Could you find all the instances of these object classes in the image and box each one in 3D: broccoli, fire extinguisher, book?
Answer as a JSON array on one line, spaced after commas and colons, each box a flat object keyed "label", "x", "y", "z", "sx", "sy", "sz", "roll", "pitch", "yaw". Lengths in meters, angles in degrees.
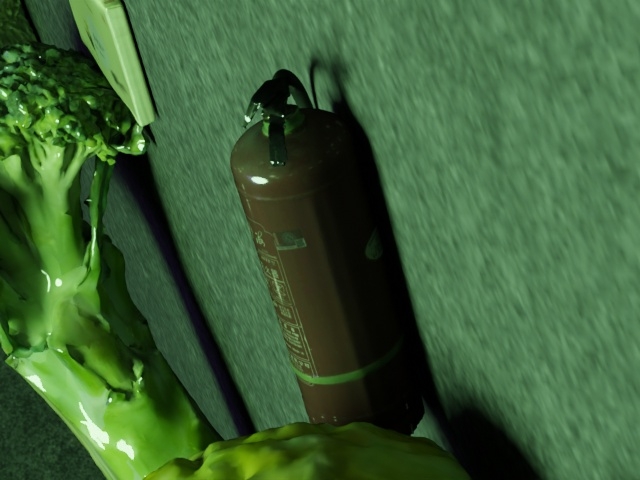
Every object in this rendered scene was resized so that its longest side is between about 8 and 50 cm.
[{"label": "broccoli", "x": -0.155, "y": 0.055, "z": 1.146, "sx": 0.361, "sy": 0.221, "sz": 0.252, "roll": 53, "pitch": 172, "yaw": 15}, {"label": "fire extinguisher", "x": 0.000, "y": 0.000, "z": 0.666, "sx": 0.078, "sy": 0.045, "sz": 0.157, "roll": -90, "pitch": -15, "yaw": -57}, {"label": "book", "x": -0.123, "y": -0.121, "z": 1.066, "sx": 0.111, "sy": 0.014, "sz": 0.077, "roll": -127, "pitch": 17, "yaw": -51}]

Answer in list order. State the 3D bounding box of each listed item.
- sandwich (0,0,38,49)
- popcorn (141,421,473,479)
[{"label": "sandwich", "x": -0.284, "y": -0.178, "z": 1.511, "sx": 0.094, "sy": 0.096, "sz": 0.258, "roll": 63, "pitch": 169, "yaw": -14}, {"label": "popcorn", "x": -0.005, "y": 0.166, "z": 0.612, "sx": 0.212, "sy": 0.198, "sz": 0.198, "roll": -63, "pitch": -36, "yaw": -50}]
